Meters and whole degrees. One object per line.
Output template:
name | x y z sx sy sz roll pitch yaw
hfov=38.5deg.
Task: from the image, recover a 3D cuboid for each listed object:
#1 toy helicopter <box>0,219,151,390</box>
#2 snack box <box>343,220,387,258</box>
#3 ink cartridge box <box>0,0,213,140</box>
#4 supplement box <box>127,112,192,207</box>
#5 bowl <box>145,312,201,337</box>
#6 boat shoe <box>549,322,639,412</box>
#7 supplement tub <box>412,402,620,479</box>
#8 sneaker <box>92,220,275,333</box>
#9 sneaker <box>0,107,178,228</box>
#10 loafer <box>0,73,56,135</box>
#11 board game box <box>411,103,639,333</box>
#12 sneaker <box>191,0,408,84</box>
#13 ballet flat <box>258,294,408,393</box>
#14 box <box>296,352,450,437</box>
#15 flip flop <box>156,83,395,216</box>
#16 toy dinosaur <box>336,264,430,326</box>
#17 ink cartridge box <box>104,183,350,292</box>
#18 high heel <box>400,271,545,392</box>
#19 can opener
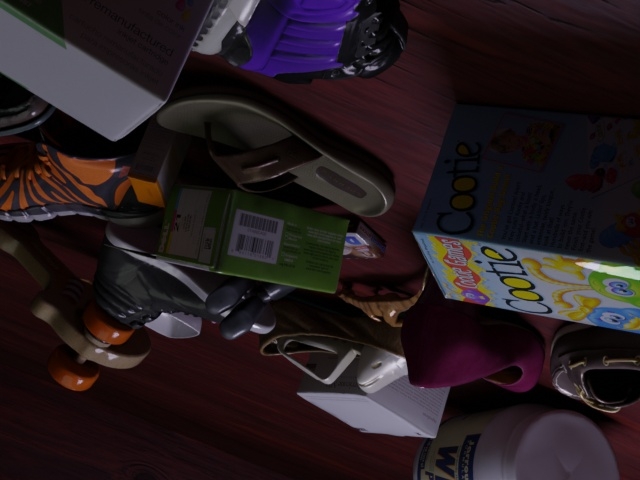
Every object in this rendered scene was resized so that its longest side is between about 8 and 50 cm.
toy helicopter | -0.419 0.077 1.548 0.355 0.140 0.235 44 -161 13
snack box | 0.000 0.000 1.213 0.178 0.022 0.064 -1 148 43
ink cartridge box | -0.149 -0.204 0.636 0.154 0.212 0.093 32 152 -24
supplement box | -0.184 -0.097 1.051 0.036 0.098 0.062 14 155 8
bowl | -0.297 0.129 1.716 0.142 0.053 0.142 32 156 -27
boat shoe | 0.369 0.160 1.163 0.117 0.096 0.324 21 157 -2
supplement tub | 0.328 0.404 1.571 0.235 0.235 0.325 26 156 -13
sneaker | -0.220 0.089 1.421 0.296 0.104 0.147 30 121 -7
sneaker | -0.344 -0.113 1.155 0.321 0.124 0.180 3 149 14
loafer | -0.432 -0.186 1.077 0.268 0.096 0.084 11 150 27
board game box | 0.245 -0.014 0.816 0.275 0.144 0.142 10 156 26
sneaker | 0.017 -0.191 0.687 0.146 0.102 0.293 26 162 -22
ballet flat | 0.046 0.167 1.417 0.342 0.124 0.116 8 155 27
box | 0.093 0.247 1.566 0.182 0.119 0.181 36 153 -32
flip flop | -0.049 -0.083 0.991 0.277 0.080 0.112 27 157 -15
toy dinosaur | 0.104 0.093 1.282 0.112 0.064 0.211 36 152 -30
ink cartridge box | -0.123 -0.007 1.140 0.189 0.097 0.255 13 177 -43
high heel | 0.200 0.173 1.225 0.127 0.181 0.377 4 152 35
can opener | -0.097 0.071 1.272 0.074 0.093 0.280 59 -171 -2
